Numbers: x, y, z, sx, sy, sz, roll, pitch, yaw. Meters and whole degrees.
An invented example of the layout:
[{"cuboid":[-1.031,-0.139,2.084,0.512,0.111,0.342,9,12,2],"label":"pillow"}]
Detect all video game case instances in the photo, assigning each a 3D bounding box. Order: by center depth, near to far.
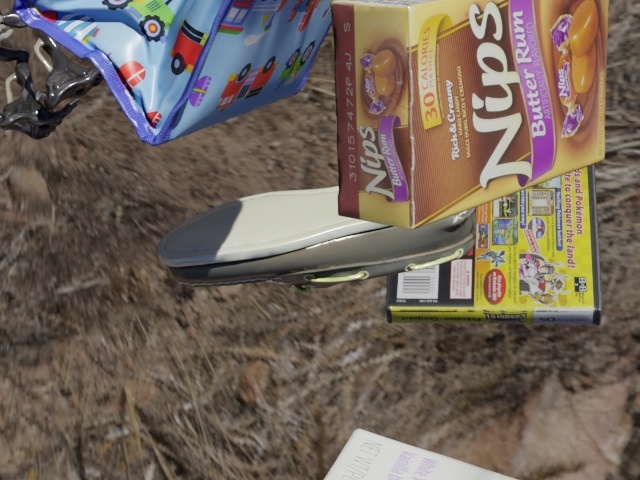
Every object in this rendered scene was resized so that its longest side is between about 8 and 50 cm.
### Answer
[{"cuboid":[0.210,-0.018,1.603,0.248,0.035,0.274,0,52,8],"label":"video game case"}]

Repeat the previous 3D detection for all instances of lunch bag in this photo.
[{"cuboid":[-0.020,-0.223,0.842,0.138,0.221,0.293,44,116,6],"label":"lunch bag"}]

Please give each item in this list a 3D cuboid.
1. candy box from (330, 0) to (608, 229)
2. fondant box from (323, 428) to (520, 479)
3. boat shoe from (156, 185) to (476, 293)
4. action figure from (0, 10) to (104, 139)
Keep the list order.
[{"cuboid":[0.084,-0.079,0.691,0.187,0.053,0.109,-19,113,-45],"label":"candy box"},{"cuboid":[0.122,0.225,0.564,0.330,0.238,0.096,17,121,15],"label":"fondant box"},{"cuboid":[0.001,0.002,1.251,0.305,0.109,0.091,-13,122,-2],"label":"boat shoe"},{"cuboid":[-0.331,-0.236,1.308,0.275,0.164,0.141,51,40,1],"label":"action figure"}]
